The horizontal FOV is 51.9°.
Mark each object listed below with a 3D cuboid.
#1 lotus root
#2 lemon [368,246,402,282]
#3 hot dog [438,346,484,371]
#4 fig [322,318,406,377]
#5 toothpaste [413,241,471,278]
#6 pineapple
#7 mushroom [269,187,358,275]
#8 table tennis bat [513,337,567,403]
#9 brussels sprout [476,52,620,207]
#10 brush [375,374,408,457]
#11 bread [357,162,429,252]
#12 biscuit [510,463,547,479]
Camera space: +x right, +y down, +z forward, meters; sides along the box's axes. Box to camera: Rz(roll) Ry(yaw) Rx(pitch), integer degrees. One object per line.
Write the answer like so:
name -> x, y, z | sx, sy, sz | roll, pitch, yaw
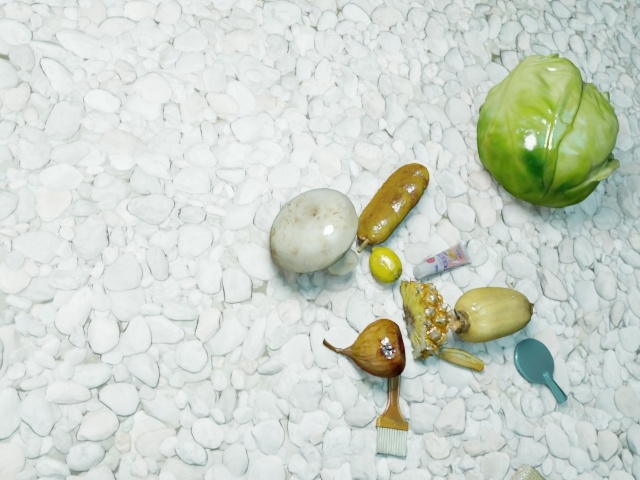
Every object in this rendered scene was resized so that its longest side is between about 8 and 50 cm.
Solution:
lotus root -> 0.453, 0.198, 1.775 | 0.303, 0.130, 0.147 | -4, 87, -32
lemon -> 0.171, 0.062, 1.746 | 0.082, 0.082, 0.111 | -25, 69, -27
hot dog -> 0.380, 0.315, 1.763 | 0.136, 0.028, 0.044 | 19, 91, -11
fig -> 0.111, 0.280, 1.639 | 0.200, 0.134, 0.146 | -11, 40, 5
toothpaste -> 0.342, 0.061, 1.839 | 0.194, 0.043, 0.067 | -20, 76, -32
pineapple -> 0.280, 0.192, 1.710 | 0.079, 0.135, 0.233 | 0, 70, -22
mushroom -> 0.000, 0.000, 1.652 | 0.243, 0.243, 0.244 | 7, 69, -19
table tennis bat -> 0.620, 0.367, 1.837 | 0.124, 0.033, 0.201 | -32, 82, -26
brussels sprout -> 0.651, -0.287, 1.910 | 0.425, 0.342, 0.361 | 41, 56, -5
brush -> 0.186, 0.384, 1.671 | 0.090, 0.017, 0.315 | 13, 66, -19
bread -> 0.191, -0.084, 1.798 | 0.344, 0.124, 0.084 | -53, 124, -28
biscuit -> 0.581, 0.692, 1.684 | 0.239, 0.062, 0.108 | 47, 62, 0
